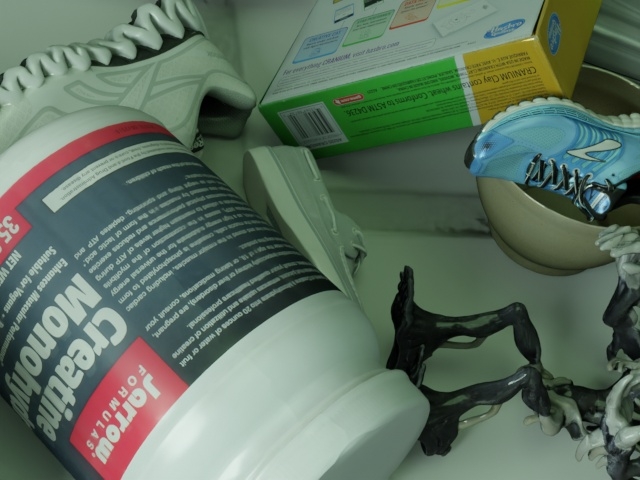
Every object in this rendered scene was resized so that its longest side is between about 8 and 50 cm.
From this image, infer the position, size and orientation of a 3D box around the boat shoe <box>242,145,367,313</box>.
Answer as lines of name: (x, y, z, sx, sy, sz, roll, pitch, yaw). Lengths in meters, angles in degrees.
boat shoe: (0.000, 0.000, 0.904, 0.063, 0.066, 0.184, -13, 48, -20)

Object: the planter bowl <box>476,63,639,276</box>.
planter bowl: (0.188, -0.041, 0.941, 0.162, 0.109, 0.162, 6, 53, -9)

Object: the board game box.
board game box: (0.113, -0.209, 0.991, 0.242, 0.064, 0.316, -9, 41, 36)

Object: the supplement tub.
supplement tub: (-0.088, 0.066, 0.747, 0.191, 0.191, 0.272, -35, 67, -32)

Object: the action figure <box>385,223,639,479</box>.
action figure: (0.190, 0.086, 0.828, 0.275, 0.141, 0.164, 4, 45, -7)

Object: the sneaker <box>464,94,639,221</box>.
sneaker: (0.178, -0.051, 0.838, 0.162, 0.063, 0.073, 2, 56, -11)

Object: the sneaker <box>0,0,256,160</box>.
sneaker: (-0.156, -0.082, 0.892, 0.118, 0.110, 0.292, 47, 47, 5)

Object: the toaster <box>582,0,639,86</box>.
toaster: (0.255, -0.184, 1.057, 0.146, 0.129, 0.227, 24, 50, 1)
